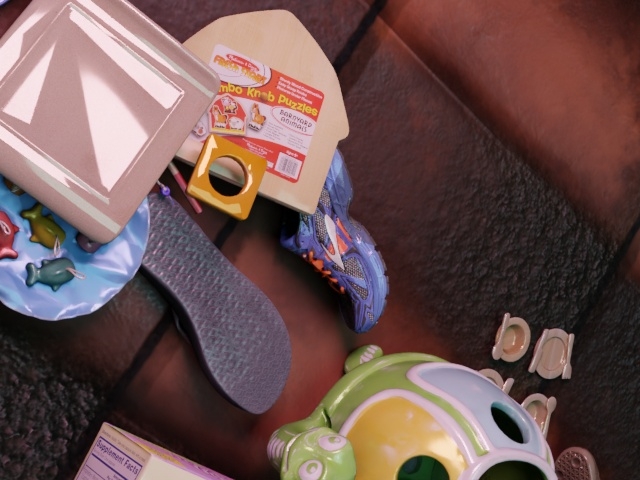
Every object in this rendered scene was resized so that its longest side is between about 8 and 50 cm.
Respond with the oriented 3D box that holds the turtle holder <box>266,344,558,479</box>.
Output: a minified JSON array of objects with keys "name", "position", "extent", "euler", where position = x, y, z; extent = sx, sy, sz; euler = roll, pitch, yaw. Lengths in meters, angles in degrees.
[{"name":"turtle holder","position":[0.105,0.229,1.238],"extent":[0.243,0.227,0.320],"euler":[-51,121,-15]}]

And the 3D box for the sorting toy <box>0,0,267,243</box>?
[{"name":"sorting toy","position":[-0.210,-0.120,1.053],"extent":[0.348,0.047,0.196],"euler":[38,69,-14]}]

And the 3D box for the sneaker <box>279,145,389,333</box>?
[{"name":"sneaker","position":[0.000,0.000,1.229],"extent":[0.087,0.083,0.221],"euler":[-27,103,-20]}]

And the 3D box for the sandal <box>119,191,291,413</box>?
[{"name":"sandal","position":[-0.113,0.059,1.176],"extent":[0.097,0.054,0.254],"euler":[-39,107,-25]}]

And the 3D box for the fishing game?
[{"name":"fishing game","position":[-0.239,-0.023,1.060],"extent":[0.264,0.041,0.189],"euler":[-35,100,-25]}]

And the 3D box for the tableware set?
[{"name":"tableware set","position":[0.247,0.166,1.449],"extent":[0.169,0.020,0.141],"euler":[21,87,-35]}]

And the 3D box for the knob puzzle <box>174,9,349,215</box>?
[{"name":"knob puzzle","position":[-0.062,-0.140,1.165],"extent":[0.213,0.030,0.213],"euler":[6,74,-22]}]

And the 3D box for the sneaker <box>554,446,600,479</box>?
[{"name":"sneaker","position":[0.337,0.345,1.524],"extent":[0.071,0.066,0.188],"euler":[-20,115,-47]}]

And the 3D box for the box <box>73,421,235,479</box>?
[{"name":"box","position":[-0.161,0.336,1.147],"extent":[0.214,0.117,0.243],"euler":[32,81,-33]}]
